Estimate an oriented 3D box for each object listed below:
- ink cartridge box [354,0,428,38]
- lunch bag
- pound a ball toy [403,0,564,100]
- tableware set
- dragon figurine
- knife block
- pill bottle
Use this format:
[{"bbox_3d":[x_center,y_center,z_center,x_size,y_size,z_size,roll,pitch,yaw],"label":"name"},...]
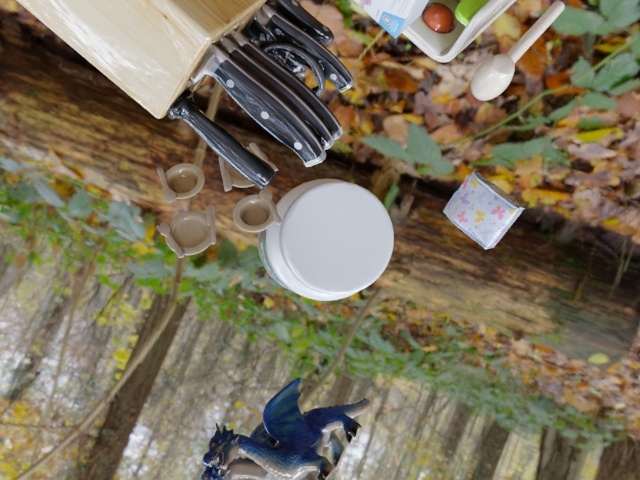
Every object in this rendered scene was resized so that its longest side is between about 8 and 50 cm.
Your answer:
[{"bbox_3d":[0.065,-0.300,0.712,0.122,0.052,0.088,44,166,3],"label":"ink cartridge box"},{"bbox_3d":[0.214,-0.041,0.846,0.083,0.071,0.053,40,-159,19],"label":"lunch bag"},{"bbox_3d":[0.244,-0.346,0.939,0.208,0.319,0.136,43,153,3],"label":"pound a ball toy"},{"bbox_3d":[-0.130,-0.056,0.816,0.168,0.141,0.020,-17,151,-8],"label":"tableware set"},{"bbox_3d":[-0.034,0.238,0.814,0.144,0.085,0.289,33,-143,14],"label":"dragon figurine"},{"bbox_3d":[-0.113,-0.150,0.442,0.275,0.242,0.088,2,149,-39],"label":"knife block"},{"bbox_3d":[0.000,0.000,1.125,0.204,0.204,0.361,24,175,-7],"label":"pill bottle"}]
